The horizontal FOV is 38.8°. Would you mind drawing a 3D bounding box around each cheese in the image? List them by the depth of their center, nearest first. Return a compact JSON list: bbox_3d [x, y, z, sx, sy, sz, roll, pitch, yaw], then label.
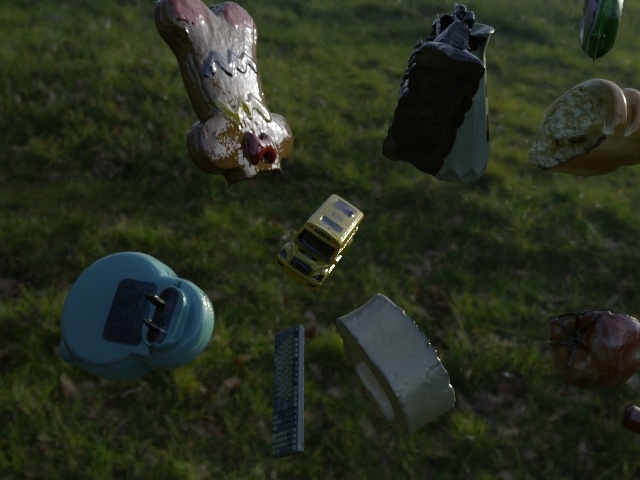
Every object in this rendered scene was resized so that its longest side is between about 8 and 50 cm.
[{"bbox_3d":[0.645,-0.535,2.085,0.083,0.204,0.320,9,49,13],"label":"cheese"},{"bbox_3d":[0.176,0.306,2.242,0.153,0.332,0.292,-29,-22,-12],"label":"cheese"}]

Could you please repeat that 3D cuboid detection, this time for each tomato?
[{"bbox_3d":[0.594,0.248,1.971,0.181,0.155,0.214,19,-23,-24],"label":"tomato"}]

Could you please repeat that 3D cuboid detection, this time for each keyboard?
[{"bbox_3d":[-0.044,0.203,1.231,0.014,0.176,0.055,22,-33,-38],"label":"keyboard"}]

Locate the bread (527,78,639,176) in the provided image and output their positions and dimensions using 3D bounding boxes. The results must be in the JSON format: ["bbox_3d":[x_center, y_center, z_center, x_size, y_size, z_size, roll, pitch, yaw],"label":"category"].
[{"bbox_3d":[0.710,-0.286,2.305,0.270,0.211,0.316,4,-11,-21],"label":"bread"}]

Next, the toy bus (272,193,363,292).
[{"bbox_3d":[0.000,0.000,2.419,0.145,0.151,0.331,35,28,2],"label":"toy bus"}]

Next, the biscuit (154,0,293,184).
[{"bbox_3d":[-0.178,-0.317,1.900,0.076,0.394,0.368,-15,-1,29],"label":"biscuit"}]

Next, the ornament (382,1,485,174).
[{"bbox_3d":[0.180,-0.268,1.450,0.106,0.251,0.260,17,44,-5],"label":"ornament"}]

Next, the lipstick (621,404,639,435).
[{"bbox_3d":[0.702,0.388,1.690,0.300,0.081,0.081,23,9,3],"label":"lipstick"}]

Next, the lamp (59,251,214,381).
[{"bbox_3d":[-0.294,0.124,1.452,0.284,0.209,0.147,-1,-22,44],"label":"lamp"}]

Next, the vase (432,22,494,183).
[{"bbox_3d":[0.328,-0.320,2.130,0.165,0.360,0.165,1,26,0],"label":"vase"}]
